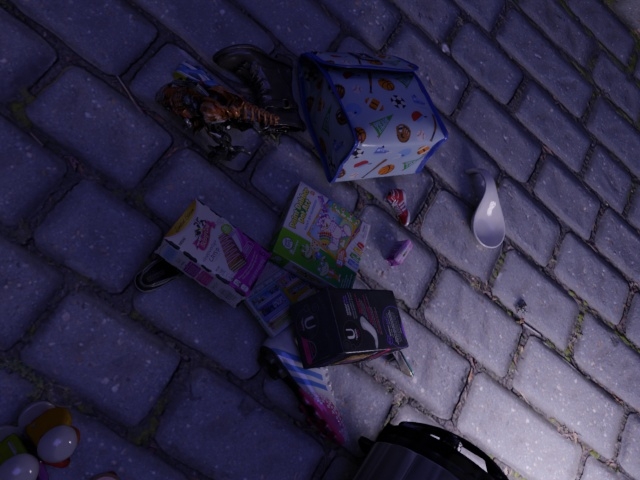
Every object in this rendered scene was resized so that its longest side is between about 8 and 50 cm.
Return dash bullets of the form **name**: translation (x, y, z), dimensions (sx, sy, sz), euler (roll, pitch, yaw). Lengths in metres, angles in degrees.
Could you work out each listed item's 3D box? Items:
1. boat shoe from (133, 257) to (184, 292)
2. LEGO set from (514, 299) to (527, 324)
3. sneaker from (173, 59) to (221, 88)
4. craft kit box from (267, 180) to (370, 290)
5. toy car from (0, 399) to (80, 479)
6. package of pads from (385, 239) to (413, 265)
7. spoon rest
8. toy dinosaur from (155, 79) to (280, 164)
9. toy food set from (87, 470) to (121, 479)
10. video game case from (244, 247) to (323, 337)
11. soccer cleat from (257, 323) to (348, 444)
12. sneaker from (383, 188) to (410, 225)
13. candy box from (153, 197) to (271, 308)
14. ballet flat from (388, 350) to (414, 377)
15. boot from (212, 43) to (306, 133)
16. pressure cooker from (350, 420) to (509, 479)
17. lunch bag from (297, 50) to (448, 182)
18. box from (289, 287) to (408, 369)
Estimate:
- **boat shoe**: translation (-0.342, 0.055, 1.391), dimensions (0.219, 0.070, 0.077), euler (-37, 94, -30)
- **LEGO set**: translation (0.662, 0.233, 1.891), dimensions (0.054, 0.023, 0.083), euler (5, 75, -26)
- **sneaker**: translation (-0.315, -0.432, 1.541), dimensions (0.144, 0.053, 0.059), euler (24, 65, -21)
- **craft kit box**: translation (0.000, 0.000, 1.567), dimensions (0.247, 0.061, 0.249), euler (29, 54, -15)
- **toy car**: translation (-0.569, 0.424, 1.155), dimensions (0.182, 0.159, 0.136), euler (-36, 131, -30)
- **package of pads**: translation (0.232, 0.036, 1.704), dimensions (0.032, 0.050, 0.083), euler (46, 61, -16)
- **spoon rest**: translation (0.535, -0.111, 1.880), dimensions (0.137, 0.084, 0.276), euler (-2, 77, -28)
- **toy dinosaur**: translation (-0.258, -0.308, 1.435), dimensions (0.322, 0.218, 0.164), euler (34, 74, 30)
- **toy food set**: translation (-0.461, 0.538, 1.235), dimensions (0.083, 0.020, 0.082), euler (3, 75, -26)
- **video game case**: translation (-0.110, 0.117, 1.485), dimensions (0.212, 0.023, 0.193), euler (-34, 85, -42)
- **soccer cleat**: translation (-0.013, 0.357, 1.458), dimensions (0.143, 0.116, 0.331), euler (-40, 97, -29)
- **sneaker**: translation (0.230, -0.101, 1.743), dimensions (0.067, 0.042, 0.118), euler (3, 68, -31)
- **candy box**: translation (-0.249, 0.029, 1.371), dimensions (0.233, 0.071, 0.159), euler (36, 44, -11)
- **ballet flat**: translation (0.203, 0.317, 1.626), dimensions (0.052, 0.057, 0.168), euler (-28, 87, -2)
- **boot**: translation (-0.162, -0.407, 1.592), dimensions (0.263, 0.091, 0.228), euler (1, 76, -29)
- **pressure cooker**: translation (0.245, 0.649, 1.369), dimensions (0.370, 0.375, 0.420), euler (43, 63, -8)
- **lunch bag**: translation (0.134, -0.391, 1.667), dimensions (0.328, 0.239, 0.385), euler (-7, 64, -28)
- **box**: translation (0.075, 0.220, 1.463), dimensions (0.270, 0.143, 0.165), euler (8, 61, -48)
